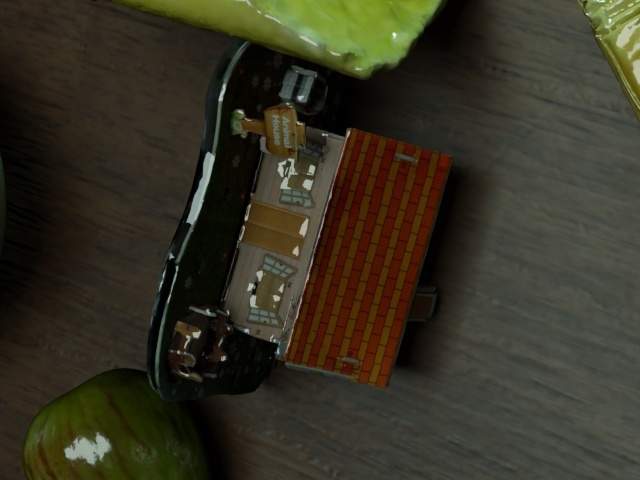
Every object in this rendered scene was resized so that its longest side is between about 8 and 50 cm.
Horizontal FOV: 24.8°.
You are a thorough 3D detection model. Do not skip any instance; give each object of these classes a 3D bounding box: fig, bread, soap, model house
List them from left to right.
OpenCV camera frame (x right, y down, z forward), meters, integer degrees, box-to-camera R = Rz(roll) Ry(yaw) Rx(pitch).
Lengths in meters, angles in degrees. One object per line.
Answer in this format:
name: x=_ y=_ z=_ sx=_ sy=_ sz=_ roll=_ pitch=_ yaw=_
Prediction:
fig: x=-0.141 y=0.231 z=1.217 sx=0.151 sy=0.151 sz=0.259 roll=-39 pitch=76 yaw=18
soap: x=-0.096 y=-0.273 z=1.132 sx=0.427 sy=0.306 sz=0.115 roll=19 pitch=137 yaw=10
model house: x=0.000 y=0.001 z=1.129 sx=0.154 sy=0.207 sz=0.294 roll=17 pitch=95 yaw=24
bread: x=0.267 y=-0.132 z=1.050 sx=0.114 sy=0.132 sz=0.190 roll=-34 pitch=75 yaw=18

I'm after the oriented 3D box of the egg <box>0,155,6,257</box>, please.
egg: x=-0.427 y=-0.055 z=1.299 sx=0.283 sy=0.283 sz=0.345 roll=-17 pitch=73 yaw=24
